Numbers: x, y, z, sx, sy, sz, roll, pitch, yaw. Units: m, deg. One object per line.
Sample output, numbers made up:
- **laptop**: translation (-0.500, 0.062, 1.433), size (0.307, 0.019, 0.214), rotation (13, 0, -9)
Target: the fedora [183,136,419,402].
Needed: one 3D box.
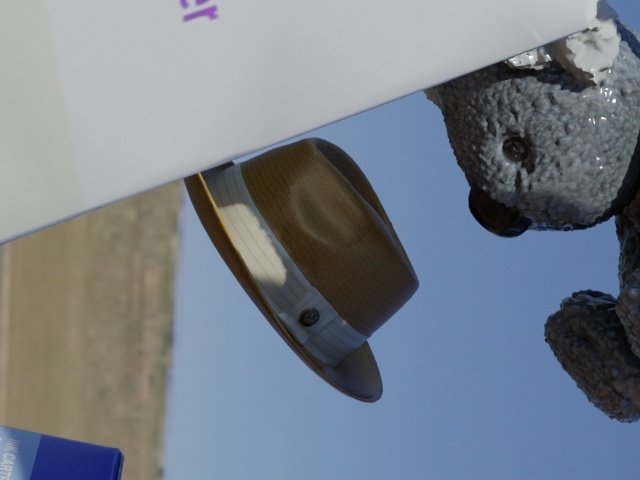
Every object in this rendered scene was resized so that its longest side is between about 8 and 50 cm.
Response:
- **fedora**: translation (0.000, 0.000, 1.140), size (0.194, 0.079, 0.194), rotation (53, 10, -13)

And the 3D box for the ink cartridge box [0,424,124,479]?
- **ink cartridge box**: translation (-0.274, 0.236, 1.163), size (0.151, 0.395, 0.270), rotation (-90, -167, -61)

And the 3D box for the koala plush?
- **koala plush**: translation (0.149, -0.048, 1.007), size (0.203, 0.221, 0.196), rotation (-52, 180, -10)

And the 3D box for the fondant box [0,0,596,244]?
- **fondant box**: translation (-0.122, -0.096, 0.273), size (0.096, 0.330, 0.238), rotation (52, -23, 43)
